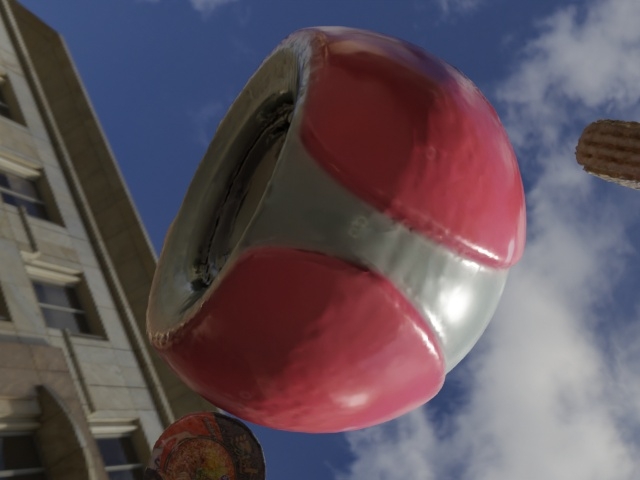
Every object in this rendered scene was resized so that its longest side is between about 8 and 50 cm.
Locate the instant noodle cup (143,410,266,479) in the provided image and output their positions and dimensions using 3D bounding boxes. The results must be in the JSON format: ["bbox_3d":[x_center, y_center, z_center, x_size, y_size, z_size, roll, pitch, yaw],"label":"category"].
[{"bbox_3d":[-0.118,0.253,0.878,0.127,0.136,0.127,0,-103,-1],"label":"instant noodle cup"}]

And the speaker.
[{"bbox_3d":[0.000,0.000,0.579,0.294,0.294,0.295,-5,-103,22],"label":"speaker"}]

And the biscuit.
[{"bbox_3d":[0.375,-0.067,0.761,0.238,0.108,0.062,20,-84,40],"label":"biscuit"}]
